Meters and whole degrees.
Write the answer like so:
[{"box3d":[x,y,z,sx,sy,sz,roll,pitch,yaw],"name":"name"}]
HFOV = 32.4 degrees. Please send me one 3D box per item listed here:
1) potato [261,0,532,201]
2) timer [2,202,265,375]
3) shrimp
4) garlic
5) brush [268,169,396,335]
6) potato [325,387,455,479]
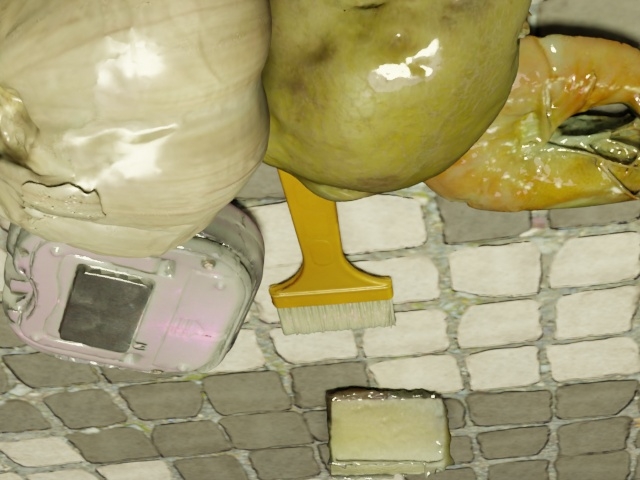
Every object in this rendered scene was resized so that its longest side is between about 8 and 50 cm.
[{"box3d":[0.029,-0.110,0.602,0.137,0.154,0.200,-29,153,-38],"name":"potato"},{"box3d":[-0.148,0.034,0.856,0.190,0.069,0.208,11,144,-11],"name":"timer"},{"box3d":[0.184,-0.071,0.724,0.267,0.061,0.145,9,134,-9],"name":"shrimp"},{"box3d":[-0.121,-0.093,0.553,0.152,0.228,0.228,-18,156,-34],"name":"garlic"},{"box3d":[0.000,0.000,0.857,0.103,0.013,0.272,-5,143,5],"name":"brush"},{"box3d":[0.064,0.191,1.068,0.122,0.086,0.061,1,158,-5],"name":"potato"}]
